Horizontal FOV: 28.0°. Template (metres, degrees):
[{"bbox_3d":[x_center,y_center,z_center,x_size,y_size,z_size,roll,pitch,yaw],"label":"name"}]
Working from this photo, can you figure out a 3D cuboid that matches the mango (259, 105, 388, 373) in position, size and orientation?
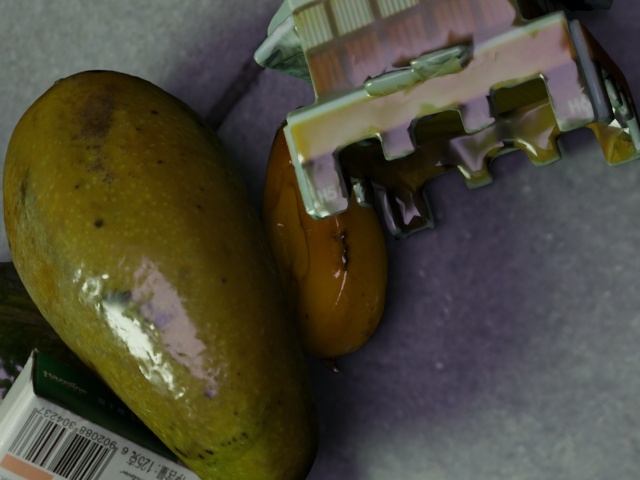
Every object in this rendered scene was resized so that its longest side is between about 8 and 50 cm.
[{"bbox_3d":[0.000,0.000,0.895,0.101,0.066,0.187,-21,77,47],"label":"mango"}]

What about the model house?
[{"bbox_3d":[0.074,-0.132,0.794,0.198,0.224,0.215,-21,79,20],"label":"model house"}]

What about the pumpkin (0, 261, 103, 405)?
[{"bbox_3d":[-0.289,0.129,0.964,0.278,0.111,0.163,-40,90,15],"label":"pumpkin"}]

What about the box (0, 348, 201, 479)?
[{"bbox_3d":[-0.146,0.183,0.887,0.199,0.081,0.135,31,100,-17],"label":"box"}]

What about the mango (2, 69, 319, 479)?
[{"bbox_3d":[-0.111,0.028,0.868,0.176,0.176,0.329,-36,55,11],"label":"mango"}]
